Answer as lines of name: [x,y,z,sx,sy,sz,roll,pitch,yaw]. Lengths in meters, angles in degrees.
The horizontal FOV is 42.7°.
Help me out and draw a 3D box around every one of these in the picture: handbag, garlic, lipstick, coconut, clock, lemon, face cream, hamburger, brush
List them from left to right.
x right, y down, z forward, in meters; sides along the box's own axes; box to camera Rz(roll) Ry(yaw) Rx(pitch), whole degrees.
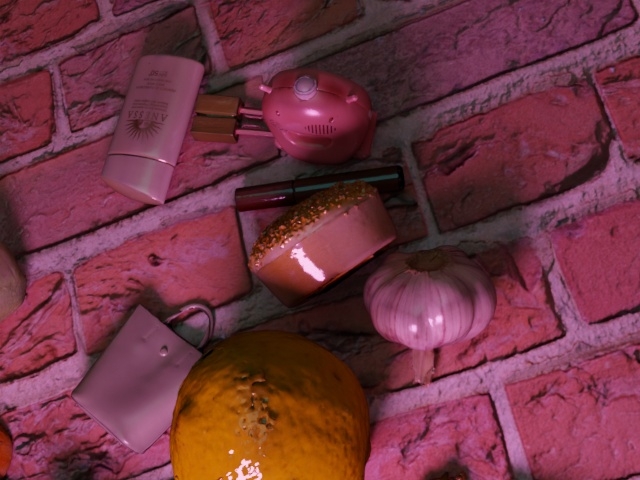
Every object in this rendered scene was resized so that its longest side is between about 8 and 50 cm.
coconut: [-0.769,0.090,1.768,0.236,0.236,0.204,26,39,22]
face cream: [-0.383,-0.252,1.847,0.174,0.081,0.348,9,73,18]
handbag: [-0.335,0.250,1.647,0.241,0.109,0.315,34,79,22]
brush: [-0.166,-0.266,1.815,0.233,0.047,0.103,6,73,12]
lemon: [-0.077,0.331,1.424,0.350,0.387,0.349,-28,55,50]
clock: [-0.011,-0.252,1.656,0.227,0.241,0.142,9,76,12]
lipstick: [-0.003,-0.107,1.708,0.357,0.057,0.057,-8,69,13]
hamburger: [0.000,0.000,1.546,0.302,0.302,0.170,-34,85,2]
garlic: [0.200,0.149,1.511,0.245,0.245,0.253,3,108,16]

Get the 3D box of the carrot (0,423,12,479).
carrot: [-0.756,0.418,1.634,0.159,0.225,0.159,-10,64,21]

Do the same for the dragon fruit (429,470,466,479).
dragon fruit: [0.210,0.471,1.438,0.126,0.068,0.112,-25,67,7]
